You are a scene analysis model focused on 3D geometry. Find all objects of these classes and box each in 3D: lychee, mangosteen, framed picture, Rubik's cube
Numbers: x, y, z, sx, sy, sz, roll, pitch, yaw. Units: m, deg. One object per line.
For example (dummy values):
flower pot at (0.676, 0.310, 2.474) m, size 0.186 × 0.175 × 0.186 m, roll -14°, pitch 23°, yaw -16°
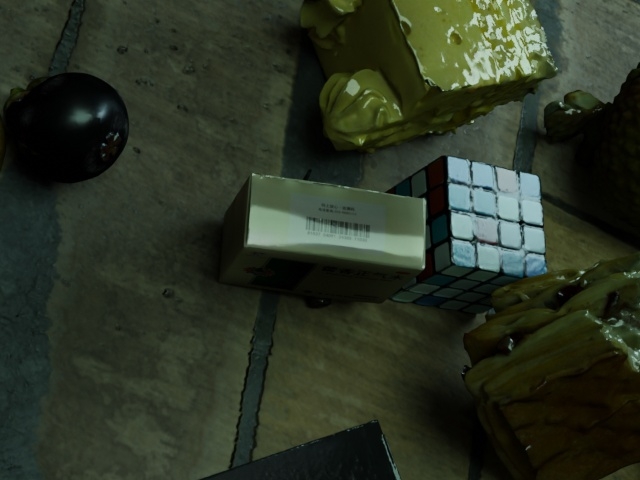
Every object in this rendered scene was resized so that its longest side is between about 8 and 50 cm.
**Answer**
lychee at (0.505, -0.135, 1.988) m, size 0.270 × 0.320 × 0.269 m, roll 5°, pitch 83°, yaw -45°
mangosteen at (-0.294, -0.135, 1.591) m, size 0.151 × 0.137 × 0.137 m, roll 33°, pitch 50°, yaw 24°
framed picture at (-0.021, 0.369, 1.612) m, size 0.339 × 0.014 × 0.255 m, roll -14°, pitch 78°, yaw -35°
Rubik's cube at (0.184, -0.004, 1.801) m, size 0.154 × 0.155 × 0.151 m, roll 9°, pitch 66°, yaw -28°

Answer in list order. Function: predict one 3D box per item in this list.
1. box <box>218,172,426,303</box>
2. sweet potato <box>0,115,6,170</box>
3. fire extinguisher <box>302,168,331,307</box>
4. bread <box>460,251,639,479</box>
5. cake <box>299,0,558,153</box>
box at (0.000, 0.000, 1.646) m, size 0.212 × 0.168 × 0.095 m, roll 8°, pitch 70°, yaw -13°
sweet potato at (-0.412, -0.199, 1.572) m, size 0.067 × 0.067 × 0.273 m, roll -25°, pitch 90°, yaw -36°
fire extinguisher at (-0.020, 0.000, 1.755) m, size 0.049 × 0.035 × 0.173 m, roll -10°, pitch 72°, yaw 6°
bread at (0.364, 0.139, 1.734) m, size 0.191 × 0.370 × 0.314 m, roll -110°, pitch 173°, yaw -48°
cake at (0.112, -0.249, 1.816) m, size 0.286 × 0.222 × 0.227 m, roll -13°, pitch 77°, yaw -34°
